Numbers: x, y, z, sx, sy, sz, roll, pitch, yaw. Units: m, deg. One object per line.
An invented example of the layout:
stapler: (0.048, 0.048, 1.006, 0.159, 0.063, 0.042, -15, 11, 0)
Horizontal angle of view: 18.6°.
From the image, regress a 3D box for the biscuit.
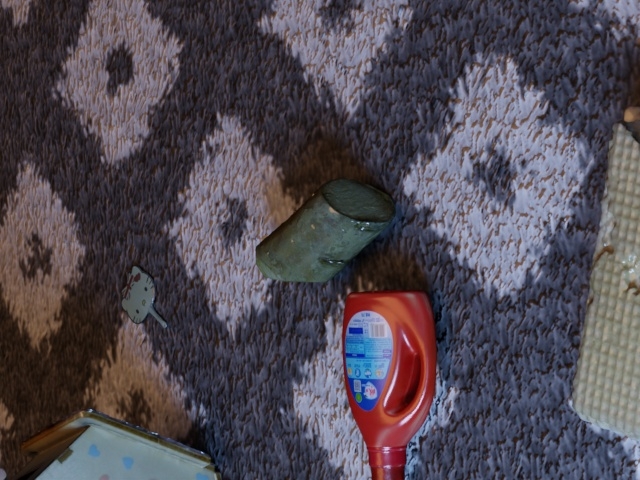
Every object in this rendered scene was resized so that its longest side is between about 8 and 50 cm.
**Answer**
biscuit: (0.244, 0.028, 1.413, 0.108, 0.062, 0.239, 18, 103, 49)

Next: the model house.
model house: (-0.205, 0.286, 1.823, 0.326, 0.244, 0.169, 50, 137, -5)

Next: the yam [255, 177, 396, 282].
yam: (0.000, 0.000, 1.699, 0.146, 0.070, 0.069, -43, 58, 39)

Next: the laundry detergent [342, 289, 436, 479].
laundry detergent: (0.061, 0.124, 1.645, 0.097, 0.049, 0.165, -2, 91, 46)

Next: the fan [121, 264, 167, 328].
fan: (-0.175, 0.064, 1.956, 0.083, 0.004, 0.056, 45, 123, 39)
